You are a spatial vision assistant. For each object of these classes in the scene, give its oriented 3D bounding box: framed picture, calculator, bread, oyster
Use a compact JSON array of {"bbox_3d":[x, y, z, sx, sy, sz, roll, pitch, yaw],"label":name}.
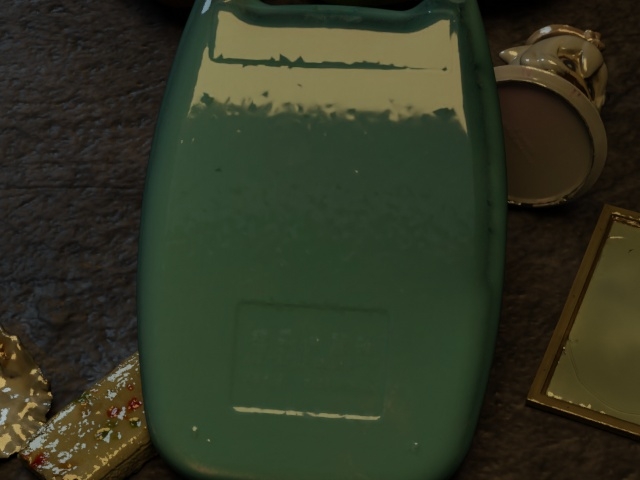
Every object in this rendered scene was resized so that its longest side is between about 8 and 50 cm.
[{"bbox_3d":[0.246,0.062,1.073,0.136,0.010,0.201,16,52,17],"label":"framed picture"},{"bbox_3d":[0.000,0.000,1.007,0.256,0.054,0.386,3,82,4],"label":"calculator"},{"bbox_3d":[-0.137,0.124,1.030,0.068,0.028,0.154,34,57,30],"label":"bread"},{"bbox_3d":[-0.255,0.098,1.034,0.146,0.045,0.121,29,38,-9],"label":"oyster"}]

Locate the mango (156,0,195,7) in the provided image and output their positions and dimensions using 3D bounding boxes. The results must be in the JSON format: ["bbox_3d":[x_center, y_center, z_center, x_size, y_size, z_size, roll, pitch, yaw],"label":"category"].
[{"bbox_3d":[-0.146,-0.294,1.316,0.249,0.151,0.156,19,89,26],"label":"mango"}]

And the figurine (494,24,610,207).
[{"bbox_3d":[0.178,-0.114,1.171,0.132,0.132,0.153,15,40,15],"label":"figurine"}]

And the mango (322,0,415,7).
[{"bbox_3d":[0.110,-0.299,1.302,0.273,0.149,0.185,-7,51,4],"label":"mango"}]
